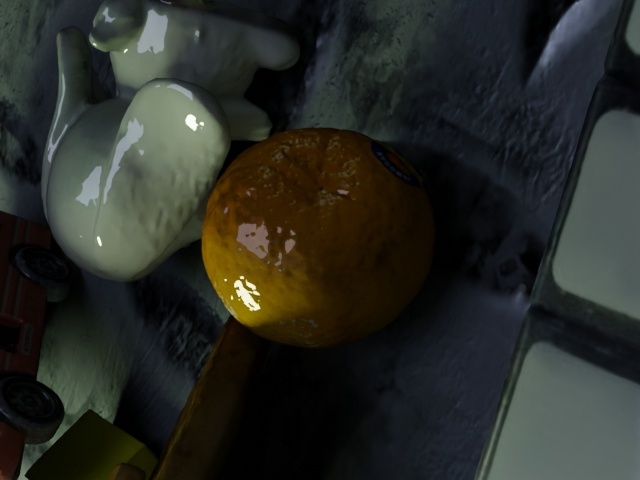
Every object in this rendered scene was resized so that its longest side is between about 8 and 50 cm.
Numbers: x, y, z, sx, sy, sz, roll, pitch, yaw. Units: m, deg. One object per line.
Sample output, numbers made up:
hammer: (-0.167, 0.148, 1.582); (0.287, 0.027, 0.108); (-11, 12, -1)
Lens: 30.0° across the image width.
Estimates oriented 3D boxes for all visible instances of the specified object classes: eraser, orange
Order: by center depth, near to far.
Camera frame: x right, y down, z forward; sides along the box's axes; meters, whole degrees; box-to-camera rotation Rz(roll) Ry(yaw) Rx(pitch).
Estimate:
orange: (-0.001, -0.003, 0.910); (0.155, 0.177, 0.178); (113, 144, -54)
eraser: (-0.225, 0.231, 1.186); (0.097, 0.045, 0.122); (-48, 35, -20)

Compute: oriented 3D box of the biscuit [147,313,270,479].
biscuit: (-0.124, 0.213, 0.967); (0.359, 0.046, 0.359); (-63, 5, 10)

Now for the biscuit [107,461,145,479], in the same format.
biscuit: (-0.223, 0.305, 1.031); (0.249, 0.035, 0.184); (-55, 8, 20)

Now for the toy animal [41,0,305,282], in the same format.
toy animal: (-0.153, -0.108, 1.098); (0.249, 0.174, 0.289); (-10, 75, 48)

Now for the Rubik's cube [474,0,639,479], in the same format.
Rubik's cube: (0.291, 0.037, 0.471); (0.301, 0.305, 0.304); (25, 101, 49)

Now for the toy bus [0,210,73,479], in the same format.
toy bus: (-0.399, 0.129, 1.230); (0.203, 0.233, 0.427); (-59, 21, 23)
